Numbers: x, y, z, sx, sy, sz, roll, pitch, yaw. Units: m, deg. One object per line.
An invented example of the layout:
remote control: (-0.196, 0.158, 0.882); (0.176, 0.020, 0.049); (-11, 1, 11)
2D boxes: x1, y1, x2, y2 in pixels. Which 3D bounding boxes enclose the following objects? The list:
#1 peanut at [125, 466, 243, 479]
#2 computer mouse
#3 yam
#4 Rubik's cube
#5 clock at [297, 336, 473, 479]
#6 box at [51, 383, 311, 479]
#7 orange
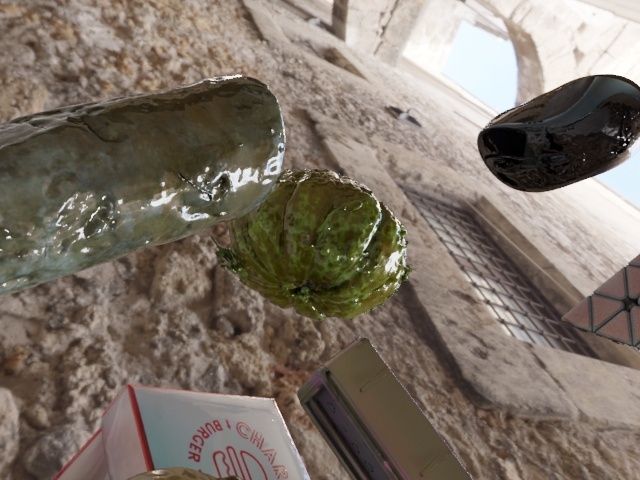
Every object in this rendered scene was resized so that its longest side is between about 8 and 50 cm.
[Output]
peanut: (-0.186, 0.283, 0.424); (0.120, 0.298, 0.136); (39, -55, 37)
computer mouse: (0.332, -0.137, 0.712); (0.233, 0.137, 0.096); (-18, -154, 45)
yam: (-0.160, -0.045, 0.386); (0.133, 0.330, 0.133); (17, -61, 32)
Rubik's cube: (0.764, 0.176, 1.191); (0.229, 0.233, 0.228); (54, -16, 28)
clock: (0.062, 0.219, 0.574); (0.192, 0.071, 0.147); (53, -26, 15)
box: (-0.205, 0.442, 0.765); (0.300, 0.312, 0.314); (-47, -130, 15)
orange: (0.000, 0.000, 0.845); (0.301, 0.300, 0.223); (-2, -123, 32)
